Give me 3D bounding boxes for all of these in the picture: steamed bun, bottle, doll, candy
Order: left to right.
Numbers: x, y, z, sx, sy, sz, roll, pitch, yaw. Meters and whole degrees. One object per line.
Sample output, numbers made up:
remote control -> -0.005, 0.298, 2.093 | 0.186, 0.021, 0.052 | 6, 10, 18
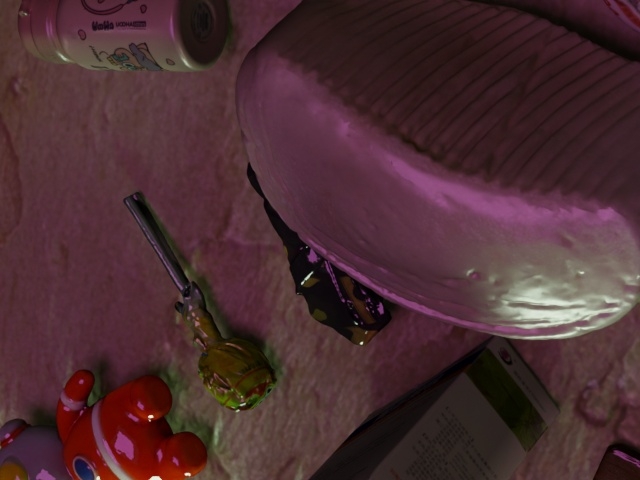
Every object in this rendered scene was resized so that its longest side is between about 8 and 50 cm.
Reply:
doll -> -0.280, 0.261, 1.852 | 0.336, 0.105, 0.200 | -27, 98, 36
bottle -> -0.198, -0.213, 1.585 | 0.209, 0.097, 0.110 | 4, 158, 30
candy -> -0.138, 0.066, 1.707 | 0.262, 0.073, 0.077 | 59, 154, 2
steamed bun -> 0.117, -0.055, 1.384 | 0.383, 0.247, 0.236 | 22, 133, 13

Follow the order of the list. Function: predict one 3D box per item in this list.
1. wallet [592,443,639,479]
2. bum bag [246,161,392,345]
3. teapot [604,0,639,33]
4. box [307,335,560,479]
wallet -> 0.341, 0.267, 1.541 | 0.176, 0.026, 0.095 | 27, 122, 16
bum bag -> 0.000, 0.000, 1.590 | 0.106, 0.060, 0.233 | -8, 107, 42
teapot -> 0.310, -0.212, 1.269 | 0.245, 0.116, 0.159 | 18, 140, 2
box -> 0.075, 0.229, 1.506 | 0.200, 0.299, 0.106 | -37, 92, 37
